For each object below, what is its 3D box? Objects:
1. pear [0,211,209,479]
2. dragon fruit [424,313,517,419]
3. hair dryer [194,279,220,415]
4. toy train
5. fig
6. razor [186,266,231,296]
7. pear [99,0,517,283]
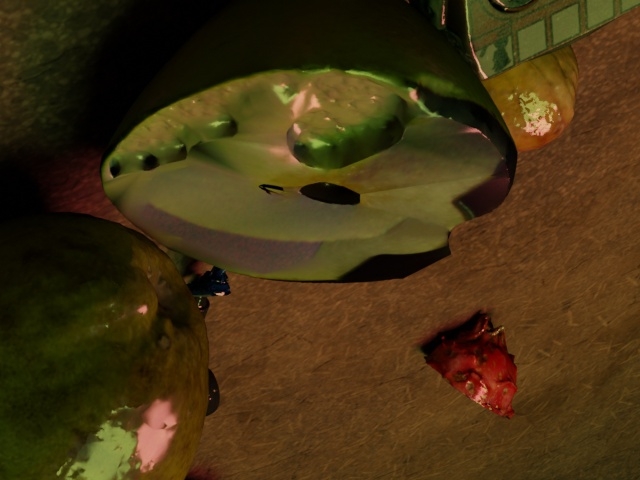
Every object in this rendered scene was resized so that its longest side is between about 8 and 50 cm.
[{"bbox_3d":[-0.287,0.151,1.785,0.413,0.352,0.352,-35,153,27],"label":"pear"},{"bbox_3d":[0.238,0.172,2.531,0.111,0.153,0.153,-55,147,9],"label":"dragon fruit"},{"bbox_3d":[-0.161,0.136,2.171,0.128,0.070,0.255,-8,141,-35],"label":"hair dryer"},{"bbox_3d":[0.233,-0.279,1.732,0.326,0.129,0.159,-27,134,-20],"label":"toy train"},{"bbox_3d":[0.188,-0.207,1.876,0.159,0.159,0.257,-27,134,-5],"label":"fig"},{"bbox_3d":[-0.004,-0.012,2.080,0.324,0.056,0.093,-21,-174,-19],"label":"razor"},{"bbox_3d":[-0.006,-0.119,1.705,0.399,0.165,0.399,3,153,1],"label":"pear"}]
